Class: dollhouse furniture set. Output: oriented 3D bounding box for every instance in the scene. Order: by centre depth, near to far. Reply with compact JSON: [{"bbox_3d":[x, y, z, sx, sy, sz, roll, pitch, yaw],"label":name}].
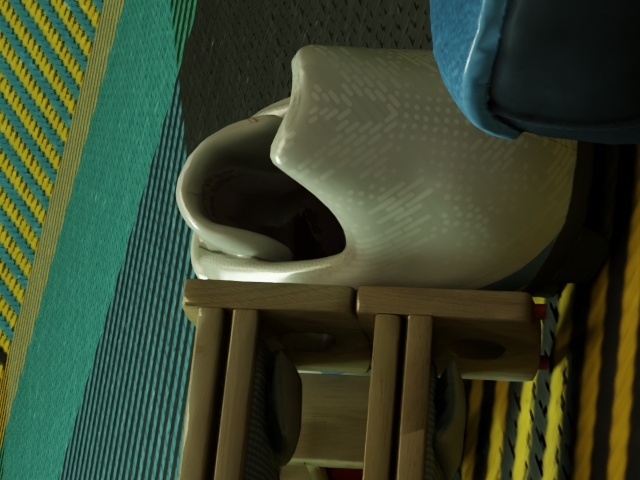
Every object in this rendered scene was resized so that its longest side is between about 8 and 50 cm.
[{"bbox_3d":[0.020,0.109,0.753,0.183,0.129,0.129,73,-160,-65],"label":"dollhouse furniture set"}]

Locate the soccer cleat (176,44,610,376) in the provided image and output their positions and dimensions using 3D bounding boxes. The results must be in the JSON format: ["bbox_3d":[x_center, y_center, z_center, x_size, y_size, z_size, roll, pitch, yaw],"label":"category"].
[{"bbox_3d":[0.000,0.000,0.820,0.331,0.143,0.116,131,148,-64],"label":"soccer cleat"}]

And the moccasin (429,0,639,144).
[{"bbox_3d":[0.124,-0.183,0.547,0.137,0.117,0.342,-95,19,-52],"label":"moccasin"}]
